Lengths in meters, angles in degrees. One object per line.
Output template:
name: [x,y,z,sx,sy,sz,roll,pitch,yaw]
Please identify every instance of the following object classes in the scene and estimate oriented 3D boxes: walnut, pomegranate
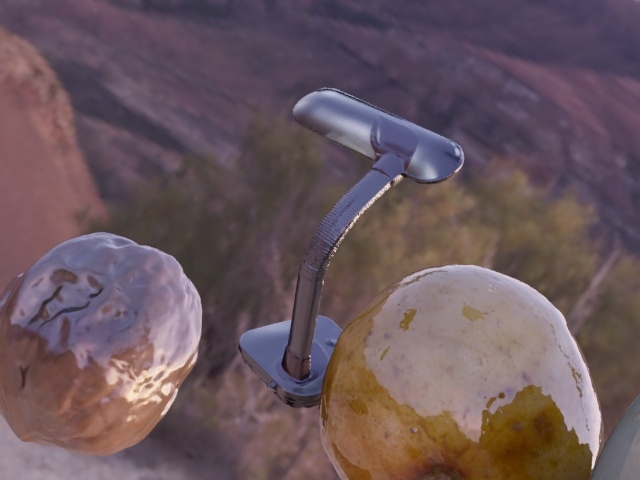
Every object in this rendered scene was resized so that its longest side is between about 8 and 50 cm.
walnut: [-0.266,0.119,1.883,0.273,0.273,0.227,38,-20,27]
pomegranate: [0.125,0.149,1.430,0.260,0.260,0.260,34,7,-5]

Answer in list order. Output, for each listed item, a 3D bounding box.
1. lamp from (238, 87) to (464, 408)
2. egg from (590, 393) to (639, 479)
lamp: [-0.004,-0.002,1.603,0.124,0.283,0.203,2,26,-42]
egg: [0.373,0.184,1.241,0.278,0.336,0.278,47,-8,9]
